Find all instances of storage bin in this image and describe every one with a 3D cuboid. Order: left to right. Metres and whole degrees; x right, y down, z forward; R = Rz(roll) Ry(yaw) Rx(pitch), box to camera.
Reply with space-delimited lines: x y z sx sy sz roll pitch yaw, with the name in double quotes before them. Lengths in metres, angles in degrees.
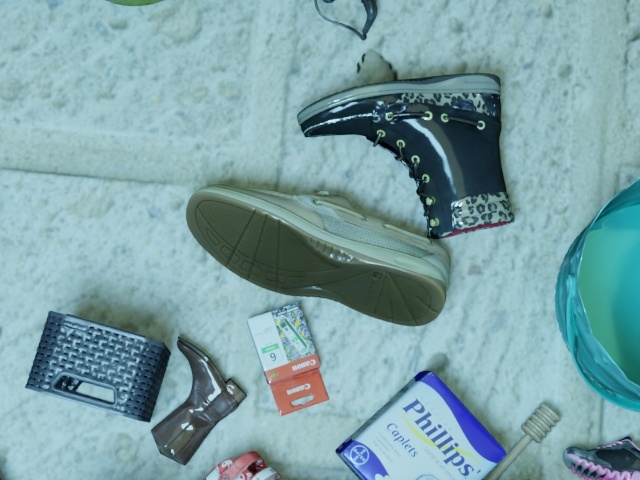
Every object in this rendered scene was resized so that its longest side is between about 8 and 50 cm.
"storage bin" -0.229 0.135 1.375 0.122 0.180 0.084 16 80 -1

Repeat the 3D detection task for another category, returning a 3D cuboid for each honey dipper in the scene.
"honey dipper" 0.206 0.250 1.466 0.030 0.030 0.160 43 86 3

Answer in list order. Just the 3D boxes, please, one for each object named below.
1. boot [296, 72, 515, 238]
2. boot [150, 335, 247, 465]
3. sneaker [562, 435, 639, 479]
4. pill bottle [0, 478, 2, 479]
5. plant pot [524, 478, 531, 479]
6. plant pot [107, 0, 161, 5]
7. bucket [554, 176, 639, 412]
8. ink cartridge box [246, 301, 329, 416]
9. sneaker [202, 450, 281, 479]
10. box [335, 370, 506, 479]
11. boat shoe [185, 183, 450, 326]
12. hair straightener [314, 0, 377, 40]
"boot" 0.102 -0.089 1.480 0.237 0.085 0.178 -9 84 -6
"boot" -0.155 0.179 1.449 0.106 0.037 0.114 44 86 5
"sneaker" 0.330 0.245 1.470 0.119 0.047 0.057 16 66 -5
"pill bottle" -0.373 0.300 1.378 0.108 0.108 0.193 -30 84 -8
"plant pot" 0.149 0.405 1.328 0.196 0.290 0.290 -14 82 12
"plant pot" -0.210 -0.379 1.417 0.276 0.254 0.276 0 82 -4
"bucket" 0.393 0.061 1.427 0.281 0.183 0.281 0 81 -3
"ink cartridge box" -0.035 0.133 1.465 0.063 0.029 0.115 -18 83 -7
"sneaker" -0.033 0.281 1.371 0.270 0.090 0.145 -25 79 23
"box" 0.109 0.233 1.438 0.137 0.072 0.126 -42 87 -9
"boat shoe" 0.000 0.000 1.460 0.302 0.109 0.098 19 41 0
"hair straightener" 0.001 -0.338 1.536 0.089 0.047 0.230 -20 88 -6
